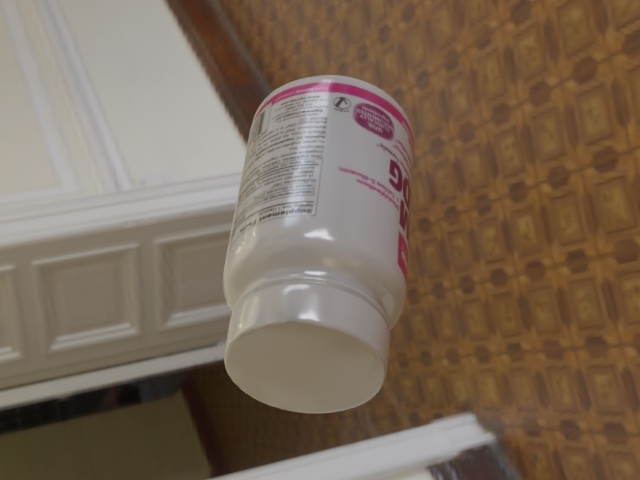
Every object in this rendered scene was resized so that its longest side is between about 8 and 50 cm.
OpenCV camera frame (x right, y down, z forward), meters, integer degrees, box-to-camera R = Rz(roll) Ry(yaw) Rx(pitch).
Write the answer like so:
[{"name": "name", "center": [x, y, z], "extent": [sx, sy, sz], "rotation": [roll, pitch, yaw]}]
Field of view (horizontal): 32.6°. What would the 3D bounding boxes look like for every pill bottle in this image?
[{"name": "pill bottle", "center": [0.000, 0.000, 0.979], "extent": [0.160, 0.160, 0.283], "rotation": [103, 176, -50]}]
